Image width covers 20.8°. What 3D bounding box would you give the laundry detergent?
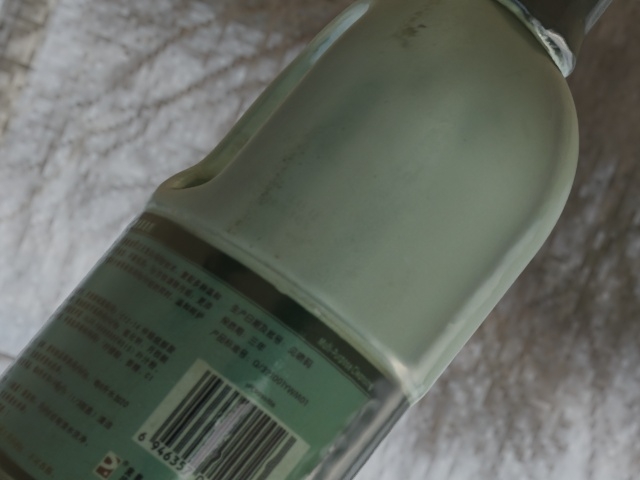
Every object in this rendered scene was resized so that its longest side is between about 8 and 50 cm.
[{"bbox_3d":[0.000,0.000,0.437,0.099,0.225,0.070,22,160,52],"label":"laundry detergent"}]
